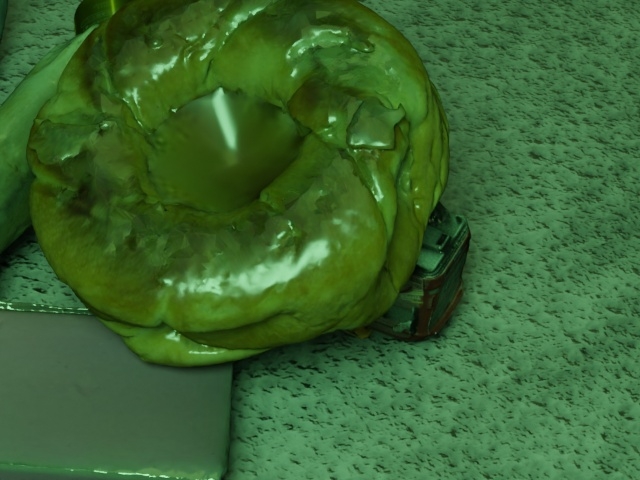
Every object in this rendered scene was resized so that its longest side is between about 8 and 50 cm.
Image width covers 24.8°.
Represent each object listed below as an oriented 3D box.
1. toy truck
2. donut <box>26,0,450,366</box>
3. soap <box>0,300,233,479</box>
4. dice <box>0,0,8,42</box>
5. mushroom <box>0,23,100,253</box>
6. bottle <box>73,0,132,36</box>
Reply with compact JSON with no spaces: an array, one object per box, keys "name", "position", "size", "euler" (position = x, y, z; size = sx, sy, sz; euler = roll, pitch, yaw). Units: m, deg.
[{"name":"toy truck","position":[0.000,0.000,1.351],"size":[0.270,0.135,0.114],"euler":[20,48,19]},{"name":"donut","position":[-0.063,-0.065,1.215],"size":[0.360,0.170,0.360],"euler":[-4,62,8]},{"name":"soap","position":[-0.201,0.142,1.210],"size":[0.259,0.081,0.181],"euler":[5,45,-4]},{"name":"dice","position":[-0.503,-0.242,1.385],"size":[0.328,0.348,0.330],"euler":[14,39,7]},{"name":"mushroom","position":[-0.275,-0.071,1.324],"size":[0.081,0.100,0.312],"euler":[4,47,32]},{"name":"bottle","position":[-0.205,-0.145,1.500],"size":[0.082,0.082,0.286],"euler":[-4,46,-11]}]
